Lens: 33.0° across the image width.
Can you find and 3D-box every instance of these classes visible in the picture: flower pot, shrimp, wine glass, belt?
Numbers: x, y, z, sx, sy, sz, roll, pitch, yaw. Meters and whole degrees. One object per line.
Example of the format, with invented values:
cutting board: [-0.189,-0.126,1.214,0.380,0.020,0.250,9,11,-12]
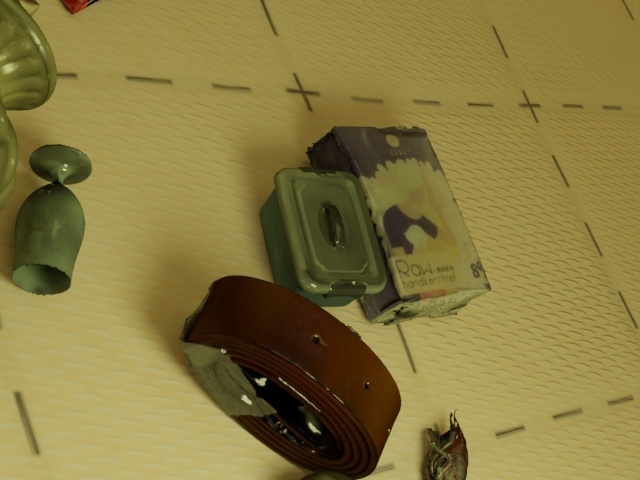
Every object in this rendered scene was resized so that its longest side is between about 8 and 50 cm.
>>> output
flower pot: [-0.468,-0.171,1.303,0.307,0.307,0.244,41,55,-13]
shrimp: [0.201,0.353,1.731,0.073,0.075,0.190,12,56,4]
wine glass: [-0.366,-0.027,1.466,0.093,0.093,0.202,22,47,-29]
belt: [-0.039,0.191,1.519,0.339,0.217,0.122,42,48,-17]

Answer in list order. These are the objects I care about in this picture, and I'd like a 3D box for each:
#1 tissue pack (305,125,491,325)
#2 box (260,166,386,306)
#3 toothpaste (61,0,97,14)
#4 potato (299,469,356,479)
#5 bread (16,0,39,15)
tissue pack: [0.137,-0.030,1.891,0.242,0.125,0.343,-4,65,-43]
box: [0.000,0.000,1.734,0.162,0.130,0.227,2,60,-31]
toothpaste: [-0.362,-0.430,1.789,0.193,0.045,0.071,-36,88,-42]
potato: [0.039,0.421,1.477,0.235,0.160,0.178,54,1,22]
bread: [-0.535,-0.391,1.500,0.316,0.054,0.316,32,12,-8]
